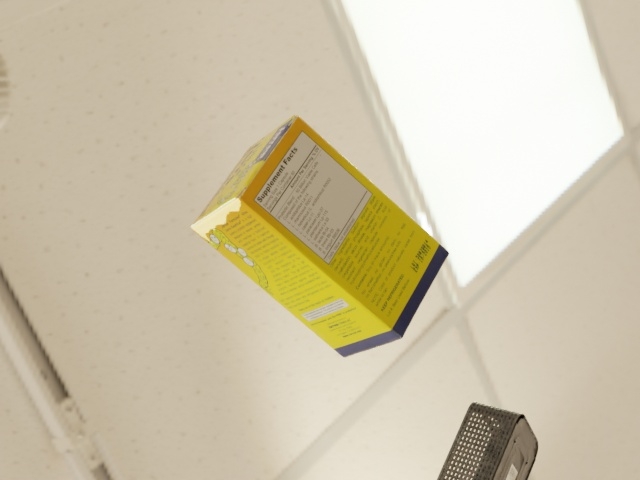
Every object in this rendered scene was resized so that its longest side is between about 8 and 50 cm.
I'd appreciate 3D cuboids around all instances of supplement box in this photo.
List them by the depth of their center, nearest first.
[{"bbox_3d":[0.000,0.000,1.853,0.356,0.195,0.194,42,-121,-14],"label":"supplement box"}]

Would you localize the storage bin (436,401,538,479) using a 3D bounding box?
[{"bbox_3d":[0.250,0.350,1.673,0.180,0.084,0.122,-61,-39,-25],"label":"storage bin"}]
